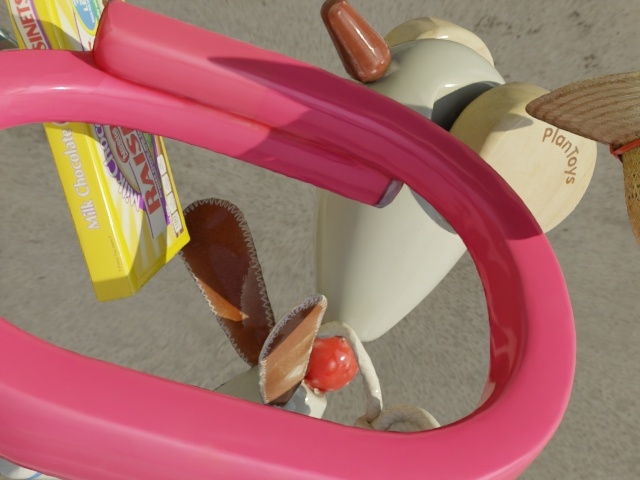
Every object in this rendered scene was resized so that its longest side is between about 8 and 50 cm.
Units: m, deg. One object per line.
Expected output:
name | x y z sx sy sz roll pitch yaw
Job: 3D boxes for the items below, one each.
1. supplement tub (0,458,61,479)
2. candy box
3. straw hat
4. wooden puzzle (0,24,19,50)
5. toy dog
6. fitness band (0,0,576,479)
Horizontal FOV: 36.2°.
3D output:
supplement tub | -0.164 0.128 0.668 0.071 0.107 0.071 -13 70 39
candy box | -0.122 -0.079 0.535 0.027 0.105 0.206 -10 105 15
straw hat | 0.146 -0.023 0.376 0.144 0.144 0.061 2 87 0
wooden puzzle | -0.232 -0.143 0.651 0.049 0.083 0.006 4 67 41
toy dog | 0.000 0.000 0.554 0.161 0.220 0.334 31 79 -33
fitness band | -0.036 0.006 0.390 0.291 0.054 0.209 17 47 -13
